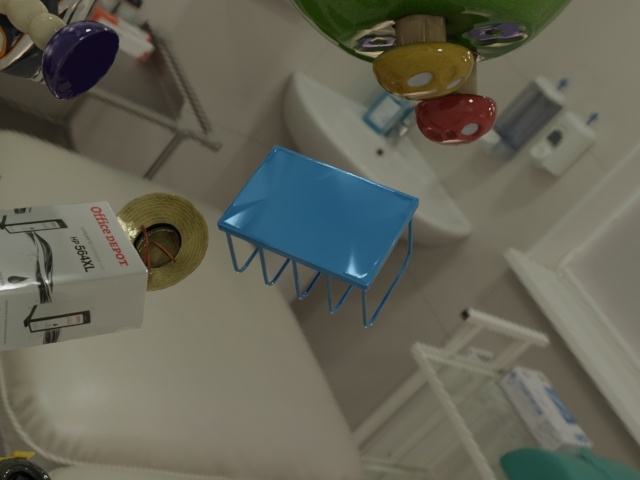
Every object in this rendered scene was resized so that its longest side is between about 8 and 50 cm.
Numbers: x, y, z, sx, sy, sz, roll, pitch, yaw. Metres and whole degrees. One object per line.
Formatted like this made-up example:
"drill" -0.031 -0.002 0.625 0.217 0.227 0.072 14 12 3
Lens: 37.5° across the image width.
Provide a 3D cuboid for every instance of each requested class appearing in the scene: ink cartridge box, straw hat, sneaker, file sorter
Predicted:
"ink cartridge box" -0.306 0.035 1.014 0.203 0.086 0.148 -8 39 -30
"straw hat" -0.219 0.011 1.273 0.144 0.144 0.061 49 -14 17
"sneaker" -0.319 -0.316 1.068 0.127 0.321 0.126 6 42 -34
"file sorter" 0.000 0.000 0.988 0.170 0.104 0.118 22 58 19

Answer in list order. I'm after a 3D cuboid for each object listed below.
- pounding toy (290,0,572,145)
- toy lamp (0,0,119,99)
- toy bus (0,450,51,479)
"pounding toy" 0.085 -0.120 0.529 0.182 0.236 0.110 2 83 -35
"toy lamp" -0.286 -0.224 0.763 0.274 0.080 0.080 42 22 12
"toy bus" -0.406 0.335 1.019 0.211 0.149 0.220 18 27 -34
